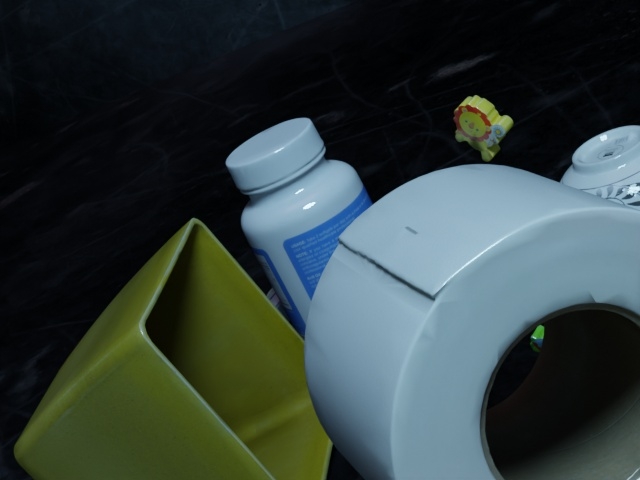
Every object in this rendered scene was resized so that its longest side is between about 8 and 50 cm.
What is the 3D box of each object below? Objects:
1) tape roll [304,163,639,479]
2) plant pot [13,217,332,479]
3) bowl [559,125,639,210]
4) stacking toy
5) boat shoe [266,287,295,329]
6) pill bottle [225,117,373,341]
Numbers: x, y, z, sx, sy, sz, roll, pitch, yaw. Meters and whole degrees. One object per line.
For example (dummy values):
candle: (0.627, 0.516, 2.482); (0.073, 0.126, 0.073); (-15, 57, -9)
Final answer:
tape roll: (0.128, 0.082, 0.830); (0.246, 0.246, 0.169); (-31, 19, -10)
plant pot: (-0.128, 0.146, 1.087); (0.187, 0.212, 0.212); (-34, 16, 19)
bowl: (0.287, -0.057, 1.223); (0.170, 0.080, 0.170); (-24, 20, 9)
stacking toy: (0.171, -0.010, 1.092); (0.167, 0.221, 0.052); (-47, -9, -39)
boat shoe: (0.023, 0.022, 1.362); (0.226, 0.083, 0.076); (-33, 21, -13)
pill bottle: (0.000, 0.000, 1.239); (0.124, 0.222, 0.124); (-24, 20, 9)
